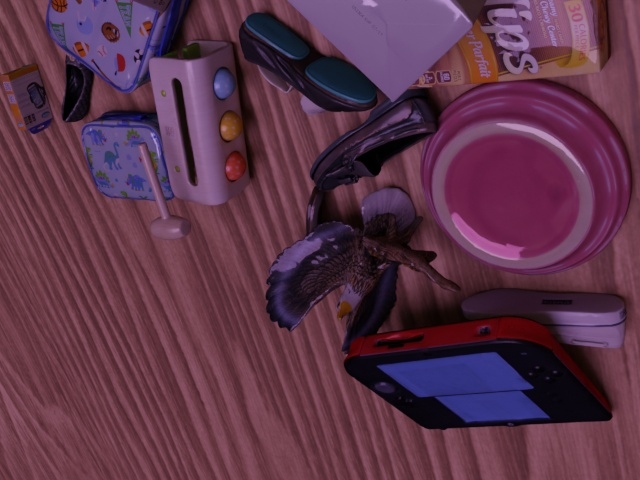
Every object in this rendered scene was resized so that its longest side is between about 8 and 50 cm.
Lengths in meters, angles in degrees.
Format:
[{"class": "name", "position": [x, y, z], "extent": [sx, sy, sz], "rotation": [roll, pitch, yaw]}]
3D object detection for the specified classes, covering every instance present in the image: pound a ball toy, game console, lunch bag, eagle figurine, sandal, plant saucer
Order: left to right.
[{"class": "lunch bag", "position": [-0.354, -0.424, 1.379], "extent": [0.243, 0.115, 0.303], "rotation": [35, 130, 6]}, {"class": "lunch bag", "position": [-0.370, -0.174, 1.555], "extent": [0.218, 0.090, 0.176], "rotation": [5, 121, 29]}, {"class": "pound a ball toy", "position": [-0.219, -0.174, 1.384], "extent": [0.135, 0.208, 0.319], "rotation": [11, 122, 26]}, {"class": "sandal", "position": [0.000, 0.000, 1.453], "extent": [0.060, 0.090, 0.220], "rotation": [8, 117, 2]}, {"class": "eagle figurine", "position": [0.060, 0.068, 1.363], "extent": [0.226, 0.225, 0.298], "rotation": [62, 144, 10]}, {"class": "game console", "position": [0.268, 0.253, 1.355], "extent": [0.386, 0.060, 0.342], "rotation": [-13, 136, 37]}, {"class": "plant saucer", "position": [0.304, -0.082, 1.200], "extent": [0.332, 0.084, 0.332], "rotation": [15, 124, 24]}]

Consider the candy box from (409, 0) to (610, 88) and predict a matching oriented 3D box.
[{"class": "candy box", "position": [0.235, -0.322, 1.091], "extent": [0.316, 0.087, 0.183], "rotation": [2, 118, 31]}]

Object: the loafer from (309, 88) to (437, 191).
[{"class": "loafer", "position": [0.082, -0.146, 1.276], "extent": [0.267, 0.096, 0.084], "rotation": [-39, 68, 39]}]

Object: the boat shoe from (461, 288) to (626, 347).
[{"class": "boat shoe", "position": [0.370, 0.137, 1.291], "extent": [0.267, 0.096, 0.088], "rotation": [-2, 112, 23]}]

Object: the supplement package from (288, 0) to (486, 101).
[{"class": "supplement package", "position": [0.095, -0.324, 0.965], "extent": [0.194, 0.203, 0.149], "rotation": [42, 130, -10]}]

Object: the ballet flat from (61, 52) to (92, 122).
[{"class": "ballet flat", "position": [-0.501, -0.317, 1.575], "extent": [0.057, 0.049, 0.173], "rotation": [25, 128, 16]}]

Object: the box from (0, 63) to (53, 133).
[{"class": "box", "position": [-0.621, -0.298, 1.640], "extent": [0.028, 0.081, 0.136], "rotation": [8, 121, 28]}]

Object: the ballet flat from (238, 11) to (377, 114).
[{"class": "ballet flat", "position": [-0.023, -0.276, 1.286], "extent": [0.280, 0.095, 0.096], "rotation": [39, 141, 19]}]

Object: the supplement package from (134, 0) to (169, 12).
[{"class": "supplement package", "position": [-0.267, -0.525, 1.147], "extent": [0.177, 0.175, 0.293], "rotation": [34, 102, 8]}]
